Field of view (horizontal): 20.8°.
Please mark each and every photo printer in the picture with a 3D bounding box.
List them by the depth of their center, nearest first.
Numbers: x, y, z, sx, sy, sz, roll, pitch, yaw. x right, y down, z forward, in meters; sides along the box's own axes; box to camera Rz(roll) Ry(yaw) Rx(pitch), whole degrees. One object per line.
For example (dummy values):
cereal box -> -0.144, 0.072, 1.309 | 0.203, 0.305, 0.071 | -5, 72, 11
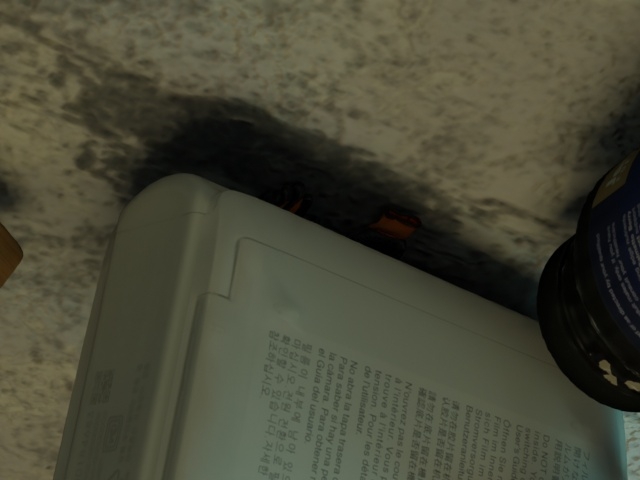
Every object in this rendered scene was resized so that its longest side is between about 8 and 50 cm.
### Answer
photo printer -> 0.024, 0.136, 0.823 | 0.307, 0.256, 0.107 | 23, 157, -35

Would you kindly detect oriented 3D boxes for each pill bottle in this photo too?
pill bottle -> 0.185, -0.002, 0.743 | 0.122, 0.123, 0.219 | 16, 152, -18

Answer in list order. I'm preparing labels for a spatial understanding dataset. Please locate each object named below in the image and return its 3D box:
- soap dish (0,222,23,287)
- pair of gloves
soap dish -> -0.297, -0.030, 0.735 | 0.228, 0.118, 0.291 | -13, 141, 17
pair of gloves -> 0.000, 0.000, 0.853 | 0.083, 0.010, 0.074 | 14, 142, -20
